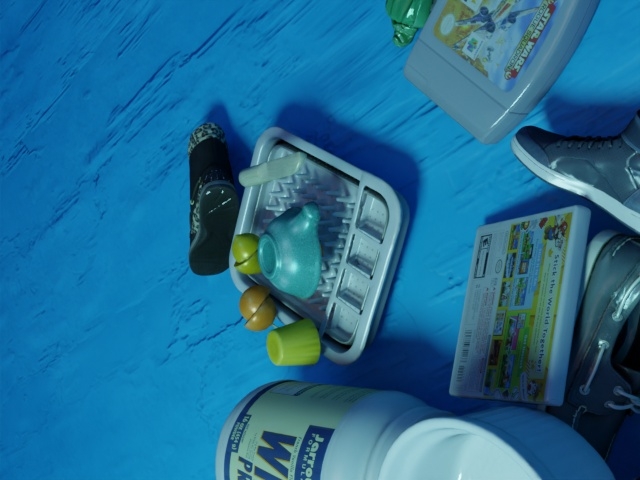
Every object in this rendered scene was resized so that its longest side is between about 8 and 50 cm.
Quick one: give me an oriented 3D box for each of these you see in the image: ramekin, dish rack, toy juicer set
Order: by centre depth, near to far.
[{"bbox_3d":[0.202,0.316,1.025,0.277,0.135,0.277,10,104,47],"label":"ramekin"},{"bbox_3d":[-0.056,0.006,1.378,0.209,0.089,0.329,32,124,56],"label":"toy juicer set"},{"bbox_3d":[0.000,0.000,1.421,0.333,0.072,0.286,32,115,41],"label":"dish rack"}]

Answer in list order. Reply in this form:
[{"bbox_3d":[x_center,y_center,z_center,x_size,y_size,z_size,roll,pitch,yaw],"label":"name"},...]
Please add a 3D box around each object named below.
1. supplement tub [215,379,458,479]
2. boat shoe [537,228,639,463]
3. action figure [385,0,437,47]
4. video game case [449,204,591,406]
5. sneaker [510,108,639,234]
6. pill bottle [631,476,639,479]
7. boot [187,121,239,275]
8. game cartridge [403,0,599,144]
[{"bbox_3d":[0.036,0.319,1.282,0.325,0.235,0.235,-3,90,47],"label":"supplement tub"},{"bbox_3d":[0.329,0.151,1.054,0.099,0.116,0.319,18,100,48],"label":"boat shoe"},{"bbox_3d":[0.145,-0.371,1.252,0.137,0.063,0.232,37,114,37],"label":"action figure"},{"bbox_3d":[0.235,0.080,1.117,0.206,0.026,0.227,-15,61,66],"label":"video game case"},{"bbox_3d":[0.331,-0.120,1.043,0.226,0.086,0.163,34,127,29],"label":"sneaker"},{"bbox_3d":[0.388,0.303,1.001,0.186,0.112,0.112,-31,70,43],"label":"pill bottle"},{"bbox_3d":[-0.190,-0.069,1.615,0.236,0.085,0.179,105,158,-48],"label":"boot"},{"bbox_3d":[0.236,-0.282,1.172,0.198,0.062,0.297,50,126,37],"label":"game cartridge"}]
